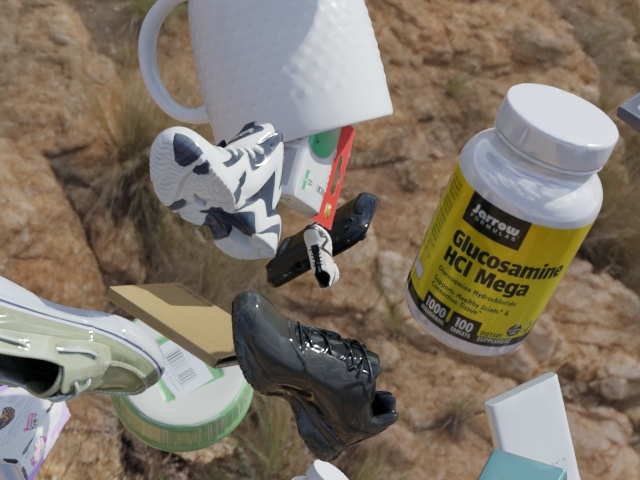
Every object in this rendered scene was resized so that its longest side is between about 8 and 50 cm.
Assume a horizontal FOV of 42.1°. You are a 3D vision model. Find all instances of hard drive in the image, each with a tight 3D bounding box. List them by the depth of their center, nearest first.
[{"bbox_3d":[0.519,0.500,2.026,0.203,0.040,0.307,-20,102,-20],"label":"hard drive"}]

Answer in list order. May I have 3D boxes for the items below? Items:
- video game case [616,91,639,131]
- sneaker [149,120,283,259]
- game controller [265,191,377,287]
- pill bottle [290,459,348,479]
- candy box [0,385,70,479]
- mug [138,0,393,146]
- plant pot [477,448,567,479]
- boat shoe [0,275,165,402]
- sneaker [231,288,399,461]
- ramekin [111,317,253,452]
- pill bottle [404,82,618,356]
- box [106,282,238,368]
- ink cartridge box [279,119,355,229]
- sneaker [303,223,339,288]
[{"bbox_3d":[0.585,-0.199,1.155,0.274,0.026,0.196,-34,52,-13],"label":"video game case"},{"bbox_3d":[-0.108,-0.094,0.952,0.235,0.094,0.153,45,44,-49],"label":"sneaker"},{"bbox_3d":[0.000,0.000,1.883,0.067,0.319,0.166,50,40,-13],"label":"game controller"},{"bbox_3d":[-0.036,0.520,1.564,0.118,0.208,0.117,34,8,-5],"label":"pill bottle"},{"bbox_3d":[-0.570,0.337,1.465,0.196,0.070,0.165,3,36,12],"label":"candy box"},{"bbox_3d":[-0.107,-0.305,1.273,0.276,0.374,0.328,-34,111,-71],"label":"mug"},{"bbox_3d":[0.393,0.589,1.726,0.166,0.165,0.234,9,33,34],"label":"plant pot"},{"bbox_3d":[-0.286,0.124,0.878,0.302,0.109,0.094,31,37,-46],"label":"boat shoe"},{"bbox_3d":[-0.004,0.145,0.980,0.286,0.130,0.109,53,19,-39],"label":"sneaker"},{"bbox_3d":[-0.283,0.270,1.710,0.303,0.148,0.303,4,65,-8],"label":"ramekin"},{"bbox_3d":[0.244,-0.024,1.081,0.188,0.334,0.188,11,37,-9],"label":"pill bottle"},{"bbox_3d":[-0.177,0.115,1.168,0.201,0.021,0.164,29,12,24],"label":"box"},{"bbox_3d":[0.010,-0.122,1.257,0.056,0.225,0.181,10,81,29],"label":"ink cartridge box"},{"bbox_3d":[0.000,0.026,1.316,0.109,0.040,0.044,68,22,-15],"label":"sneaker"}]
